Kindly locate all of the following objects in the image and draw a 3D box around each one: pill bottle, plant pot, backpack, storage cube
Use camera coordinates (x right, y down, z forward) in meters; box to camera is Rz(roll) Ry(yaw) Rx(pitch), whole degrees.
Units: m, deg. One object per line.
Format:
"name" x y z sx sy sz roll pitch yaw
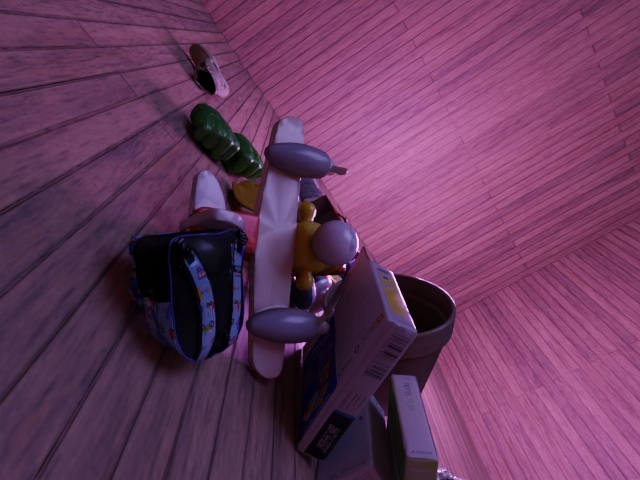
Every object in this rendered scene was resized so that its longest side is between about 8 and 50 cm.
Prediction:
"pill bottle" -0.073 -0.159 1.601 0.162 0.162 0.278 44 19 -53
"plant pot" 0.165 0.272 1.103 0.323 0.324 0.280 -93 -177 -68
"backpack" -0.179 0.074 0.604 0.158 0.117 0.173 -14 102 -63
"storage cube" 0.000 0.000 1.380 0.183 0.215 0.193 61 5 17
"pill bottle" -0.031 0.108 1.202 0.180 0.108 0.108 61 11 15

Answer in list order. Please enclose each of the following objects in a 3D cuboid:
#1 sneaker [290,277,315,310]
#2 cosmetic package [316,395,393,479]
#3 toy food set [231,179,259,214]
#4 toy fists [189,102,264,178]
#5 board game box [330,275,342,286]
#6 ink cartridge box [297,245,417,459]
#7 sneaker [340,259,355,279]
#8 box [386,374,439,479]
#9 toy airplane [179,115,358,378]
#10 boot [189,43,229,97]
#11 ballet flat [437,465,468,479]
"sneaker" -0.098 0.073 1.085 0.163 0.086 0.226 8 59 -65
"cosmetic package" 0.064 0.396 0.829 0.085 0.117 0.231 56 10 -9
"toy food set" -0.188 -0.087 1.173 0.128 0.071 0.217 18 27 -27
"toy fists" -0.263 -0.267 1.244 0.142 0.096 0.279 54 8 34
"board game box" 0.036 0.142 1.577 0.181 0.043 0.092 49 14 -40
"ink cartridge box" 0.053 0.200 0.846 0.072 0.303 0.307 26 19 -8
"sneaker" 0.108 0.123 1.823 0.147 0.130 0.330 15 39 -54
"box" 0.158 0.454 0.806 0.232 0.059 0.321 -79 169 -74
"toy airplane" -0.066 -0.002 0.818 0.384 0.273 0.385 -51 131 -48
"boot" -0.416 -0.611 1.541 0.213 0.077 0.165 59 12 -12
"ballet flat" 0.359 0.722 1.246 0.409 0.147 0.147 51 13 -36
